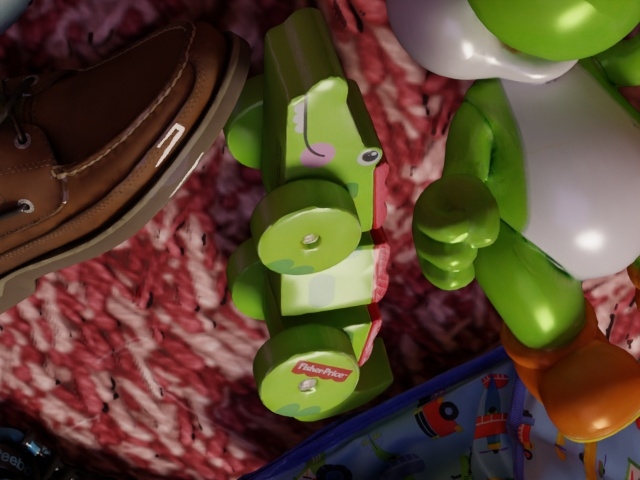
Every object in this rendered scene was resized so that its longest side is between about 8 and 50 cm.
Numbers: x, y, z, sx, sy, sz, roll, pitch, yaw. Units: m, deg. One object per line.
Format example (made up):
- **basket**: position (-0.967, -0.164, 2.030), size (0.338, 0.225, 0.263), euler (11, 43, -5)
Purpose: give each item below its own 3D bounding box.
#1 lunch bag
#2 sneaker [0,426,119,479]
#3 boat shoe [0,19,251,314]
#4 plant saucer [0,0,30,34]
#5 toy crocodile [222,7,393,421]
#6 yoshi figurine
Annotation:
- **lunch bag**: position (0.094, 0.208, 1.326), size (0.293, 0.138, 0.221), euler (-23, 140, 37)
- **sneaker**: position (-0.201, 0.218, 1.378), size (0.341, 0.125, 0.139), euler (8, 132, -2)
- **boat shoe**: position (-0.173, -0.047, 1.133), size (0.104, 0.110, 0.307), euler (36, 127, -26)
- **plant saucer**: position (-0.262, -0.172, 1.078), size (0.195, 0.037, 0.195), euler (4, 134, 4)
- **toy crocodile**: position (0.000, 0.000, 1.157), size (0.105, 0.115, 0.340), euler (-10, 136, -10)
- **yoshi figurine**: position (0.139, -0.070, 0.995), size (0.203, 0.203, 0.362), euler (-12, 116, 28)
